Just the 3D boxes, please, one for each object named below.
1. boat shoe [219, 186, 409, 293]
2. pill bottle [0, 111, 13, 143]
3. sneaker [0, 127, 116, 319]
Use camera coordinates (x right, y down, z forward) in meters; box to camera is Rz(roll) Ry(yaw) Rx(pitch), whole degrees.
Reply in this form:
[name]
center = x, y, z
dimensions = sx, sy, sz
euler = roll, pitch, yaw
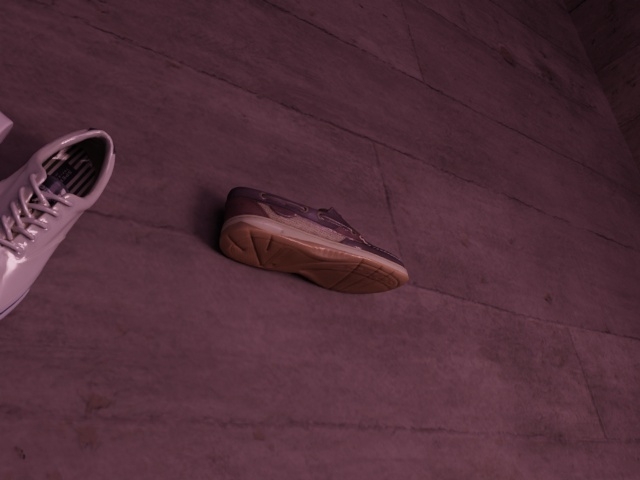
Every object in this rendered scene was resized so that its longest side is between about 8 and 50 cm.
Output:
[boat shoe]
center = 0.000, 0.000, 0.928
dimensions = 0.285, 0.103, 0.092
euler = 16, 57, -31
[pill bottle]
center = -0.378, -0.139, 0.627
dimensions = 0.193, 0.108, 0.108
euler = 41, 40, -17
[sneaker]
center = -0.277, -0.025, 0.662
dimensions = 0.094, 0.091, 0.258
euler = 38, 41, -20
